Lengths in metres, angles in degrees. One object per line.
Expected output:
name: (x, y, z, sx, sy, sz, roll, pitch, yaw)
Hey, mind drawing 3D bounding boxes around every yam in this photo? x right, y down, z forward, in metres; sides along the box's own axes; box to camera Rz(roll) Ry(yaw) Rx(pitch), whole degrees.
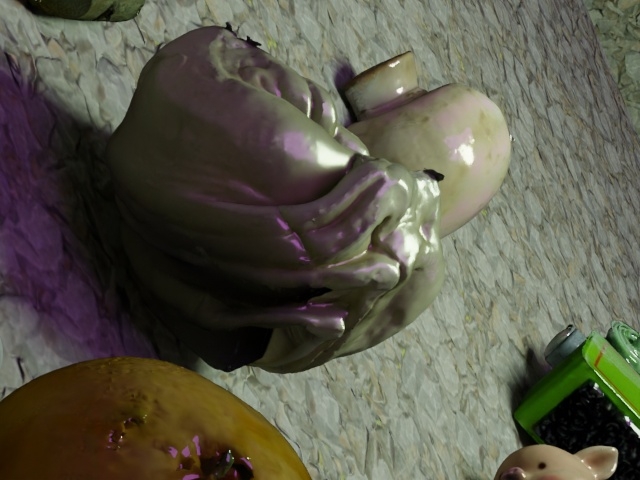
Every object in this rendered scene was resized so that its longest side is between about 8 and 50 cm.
yam: (-0.209, -0.226, 1.404, 0.146, 0.069, 0.070, -14, 83, -68)

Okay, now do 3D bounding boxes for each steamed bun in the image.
steamed bun: (-0.052, -0.007, 1.353, 0.320, 0.275, 0.206, 37, 60, -4)

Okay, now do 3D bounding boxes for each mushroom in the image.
mushroom: (0.134, -0.115, 1.931, 0.236, 0.162, 0.173, 65, 22, -5)

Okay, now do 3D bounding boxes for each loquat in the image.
loquat: (-0.126, 0.205, 1.027, 0.263, 0.263, 0.263, 47, 32, -41)

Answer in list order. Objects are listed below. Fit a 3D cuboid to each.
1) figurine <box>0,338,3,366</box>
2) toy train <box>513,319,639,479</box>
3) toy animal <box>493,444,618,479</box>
figurine: (-0.259, 0.094, 0.947, 0.147, 0.126, 0.192, 36, 70, -69)
toy train: (0.419, 0.257, 2.159, 0.307, 0.173, 0.249, 47, 23, 2)
toy animal: (0.264, 0.355, 1.827, 0.149, 0.165, 0.248, 46, 38, -51)
